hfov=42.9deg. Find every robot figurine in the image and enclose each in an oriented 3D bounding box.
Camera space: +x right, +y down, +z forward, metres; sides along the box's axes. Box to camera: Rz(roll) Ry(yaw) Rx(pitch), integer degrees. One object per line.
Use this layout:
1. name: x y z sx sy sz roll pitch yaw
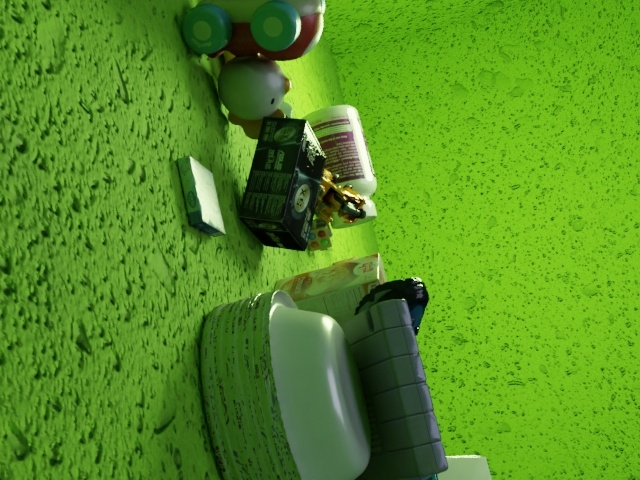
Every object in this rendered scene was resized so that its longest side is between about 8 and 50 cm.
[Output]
1. robot figurine: 0.016 -0.104 1.853 0.211 0.085 0.291 37 10 7

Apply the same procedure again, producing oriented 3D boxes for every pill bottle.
1. pill bottle: 0.052 -0.189 2.147 0.169 0.169 0.301 29 46 -78

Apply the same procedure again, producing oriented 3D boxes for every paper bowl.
1. paper bowl: -0.030 0.200 1.002 0.284 0.148 0.284 -15 90 -80

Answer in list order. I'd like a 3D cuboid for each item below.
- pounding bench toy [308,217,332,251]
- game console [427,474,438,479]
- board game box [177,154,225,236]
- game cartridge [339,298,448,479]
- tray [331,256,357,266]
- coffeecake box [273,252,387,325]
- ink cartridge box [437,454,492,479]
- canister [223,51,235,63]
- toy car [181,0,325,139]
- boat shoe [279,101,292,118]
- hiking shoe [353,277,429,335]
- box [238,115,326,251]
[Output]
1. pounding bench toy: 0.000 0.000 1.859 0.065 0.052 0.083 -88 161 -63
2. game console: 0.174 0.556 1.606 0.293 0.174 0.250 -87 159 -63
3. board game box: -0.155 -0.056 1.062 0.090 0.020 0.090 42 34 -74
4. game cartridge: 0.053 0.236 1.157 0.355 0.068 0.230 -40 -116 61
5. tray: 0.069 0.184 1.920 0.411 0.076 0.202 -66 139 -78
6. coffeecake box: 0.017 0.093 1.352 0.142 0.186 0.068 -76 150 -74
7. ink cartridge box: 0.267 0.679 1.683 0.279 0.161 0.384 110 -21 -46
8. canister: -0.140 -0.344 1.494 0.126 0.073 0.169 49 25 -71
9. toy car: -0.093 -0.282 1.331 0.219 0.211 0.237 -64 152 -61
10. boat shoe: -0.082 -0.284 1.916 0.035 0.035 0.100 106 -23 -47
11. hiking shoe: 0.106 0.180 1.234 0.132 0.113 0.304 63 -31 35
12. box: -0.058 -0.091 1.345 0.147 0.078 0.180 56 44 -66
